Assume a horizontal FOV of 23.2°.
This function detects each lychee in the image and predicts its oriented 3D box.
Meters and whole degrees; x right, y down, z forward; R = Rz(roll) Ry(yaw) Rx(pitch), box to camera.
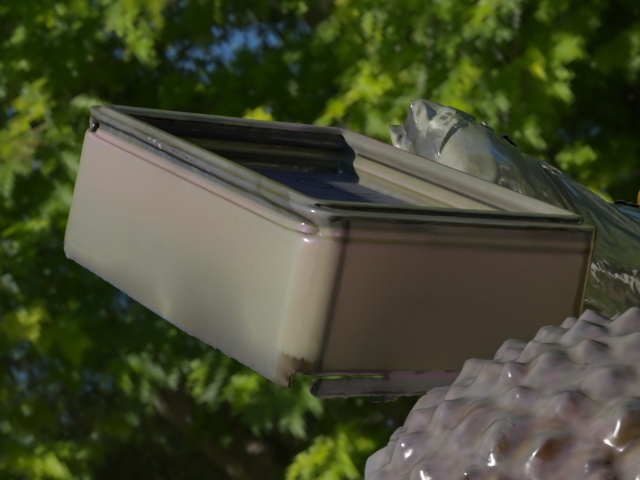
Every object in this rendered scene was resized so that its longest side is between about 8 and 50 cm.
[{"bbox_3d":[0.081,0.103,0.421,0.197,0.165,0.165,-47,-20,2],"label":"lychee"}]

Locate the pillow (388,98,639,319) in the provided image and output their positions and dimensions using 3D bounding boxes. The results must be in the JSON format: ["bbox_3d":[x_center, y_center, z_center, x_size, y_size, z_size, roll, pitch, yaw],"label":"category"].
[{"bbox_3d":[0.145,0.013,0.844,0.230,0.148,0.050,19,-46,-35],"label":"pillow"}]

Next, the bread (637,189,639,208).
[{"bbox_3d":[0.295,0.023,1.064,0.154,0.136,0.054,38,-93,-25],"label":"bread"}]

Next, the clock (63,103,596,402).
[{"bbox_3d":[0.000,0.000,0.647,0.147,0.192,0.071,3,-76,-36],"label":"clock"}]
